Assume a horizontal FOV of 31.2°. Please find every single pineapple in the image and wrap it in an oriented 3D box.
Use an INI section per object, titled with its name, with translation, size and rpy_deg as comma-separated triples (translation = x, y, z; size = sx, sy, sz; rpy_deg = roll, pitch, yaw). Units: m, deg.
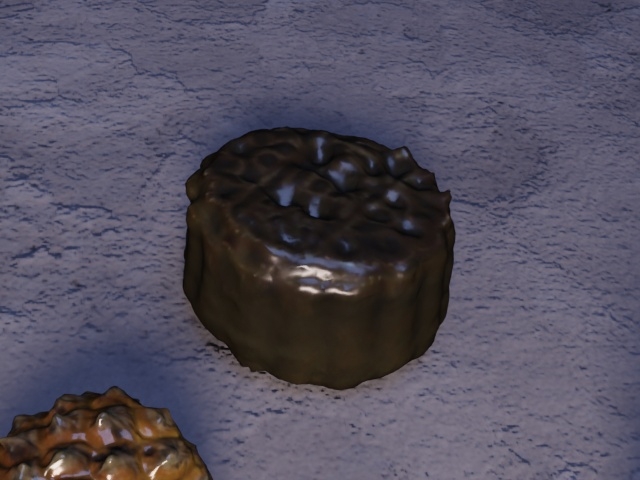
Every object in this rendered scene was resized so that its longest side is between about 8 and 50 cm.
[pineapple]
translation = -0.153, 0.184, 0.663
size = 0.193, 0.166, 0.166
rpy_deg = -34, 59, -30

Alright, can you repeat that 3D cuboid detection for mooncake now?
[mooncake]
translation = 0.000, 0.000, 0.915
size = 0.228, 0.124, 0.228
rpy_deg = 6, 42, -5
